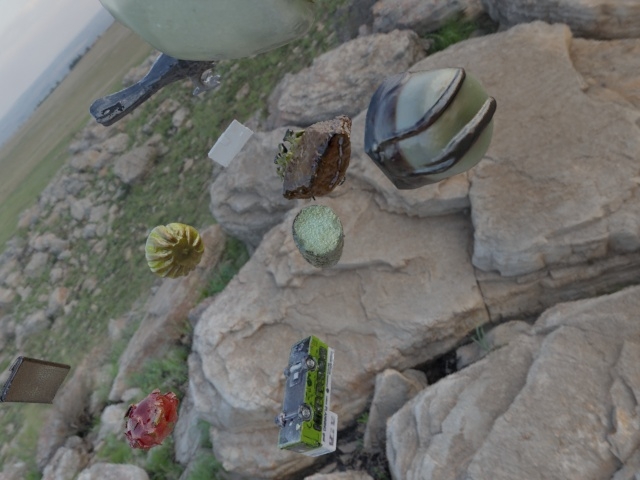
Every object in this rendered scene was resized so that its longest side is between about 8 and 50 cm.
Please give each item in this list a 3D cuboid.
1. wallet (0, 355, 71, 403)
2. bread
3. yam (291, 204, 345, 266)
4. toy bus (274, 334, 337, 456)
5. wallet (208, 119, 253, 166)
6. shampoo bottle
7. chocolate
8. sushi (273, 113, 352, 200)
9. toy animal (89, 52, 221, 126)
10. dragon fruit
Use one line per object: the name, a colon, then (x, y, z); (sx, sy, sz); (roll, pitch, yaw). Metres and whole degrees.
wallet: (-0.867, 0.428, 1.485); (0.039, 0.243, 0.133); (17, 73, 9)
bread: (-0.496, 0.038, 1.679); (0.104, 0.213, 0.213); (11, 62, 38)
yam: (0.000, 0.000, 1.049); (0.107, 0.107, 0.194); (-51, -11, -8)
toy bus: (-0.028, 0.419, 1.324); (0.113, 0.139, 0.302); (-32, 36, 35)
wallet: (-0.158, -0.171, 0.860); (0.083, 0.044, 0.011); (-48, 36, 18)
shampoo bottle: (-0.126, -0.395, 0.607); (0.317, 0.322, 0.323); (-19, 40, 19)
chocolate: (0.255, -0.250, 1.077); (0.284, 0.283, 0.186); (-51, 24, -7)
sushi: (-0.015, -0.249, 1.453); (0.179, 0.166, 0.296); (41, 111, 45)
toy animal: (-0.257, -0.345, 0.941); (0.367, 0.081, 0.206); (-37, -3, 12)
dragon fruit: (-0.446, 0.473, 1.301); (0.166, 0.136, 0.133); (-46, -9, -38)
